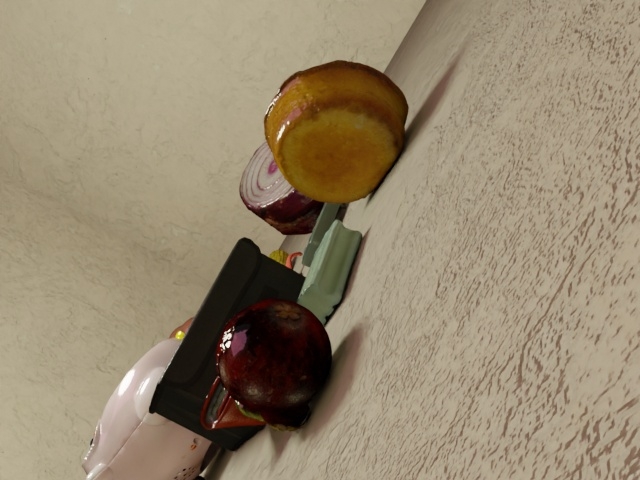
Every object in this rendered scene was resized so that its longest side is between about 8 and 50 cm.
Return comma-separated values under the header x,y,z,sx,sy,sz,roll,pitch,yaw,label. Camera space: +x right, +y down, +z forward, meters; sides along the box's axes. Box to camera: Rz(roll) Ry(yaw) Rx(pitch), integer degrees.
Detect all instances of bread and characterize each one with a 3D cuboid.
x,y,z,sx,sy,sz,roll,pitch,yaw,label
0.032,-0.221,1.362,0.172,0.312,0.312,-91,26,-45,bread

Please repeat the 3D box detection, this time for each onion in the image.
x,y,z,sx,sy,sz,roll,pitch,yaw,label
-0.064,-0.142,1.917,0.337,0.260,0.282,18,73,52,onion

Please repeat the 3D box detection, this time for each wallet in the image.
x,y,z,sx,sy,sz,roll,pitch,yaw,label
-0.108,0.233,1.056,0.142,0.045,0.204,-64,-22,-4,wallet

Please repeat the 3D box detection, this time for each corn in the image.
x,y,z,sx,sy,sz,roll,pitch,yaw,label
-0.153,0.092,2.435,0.093,0.093,0.244,-61,8,7,corn

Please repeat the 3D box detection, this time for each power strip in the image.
x,y,z,sx,sy,sz,roll,pitch,yaw,label
0.000,0.000,1.703,0.215,0.061,0.145,-67,1,-52,power strip

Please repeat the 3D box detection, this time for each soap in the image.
x,y,z,sx,sy,sz,roll,pitch,yaw,label
0.010,0.063,1.184,0.114,0.063,0.198,-59,5,37,soap

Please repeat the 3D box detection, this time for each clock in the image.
x,y,z,sx,sy,sz,roll,pitch,yaw,label
-0.359,0.438,1.525,0.376,0.250,0.368,-50,-12,-24,clock

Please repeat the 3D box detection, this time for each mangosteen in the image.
x,y,z,sx,sy,sz,roll,pitch,yaw,label
-0.063,0.174,0.895,0.166,0.166,0.180,-74,-12,-66,mangosteen

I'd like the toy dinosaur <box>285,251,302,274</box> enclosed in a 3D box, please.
x,y,z,sx,sy,sz,roll,pitch,yaw,label
-0.089,0.112,1.953,0.139,0.070,0.286,-38,19,51,toy dinosaur

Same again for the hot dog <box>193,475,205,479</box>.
x,y,z,sx,sy,sz,roll,pitch,yaw,label
-0.305,0.596,1.557,0.058,0.035,0.083,-60,5,50,hot dog

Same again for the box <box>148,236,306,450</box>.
x,y,z,sx,sy,sz,roll,pitch,yaw,label
-0.172,0.218,1.344,0.345,0.204,0.251,-65,6,-33,box

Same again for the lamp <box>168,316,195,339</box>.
x,y,z,sx,sy,sz,roll,pitch,yaw,label
-0.382,0.393,2.240,0.305,0.239,0.305,-27,-37,-23,lamp
